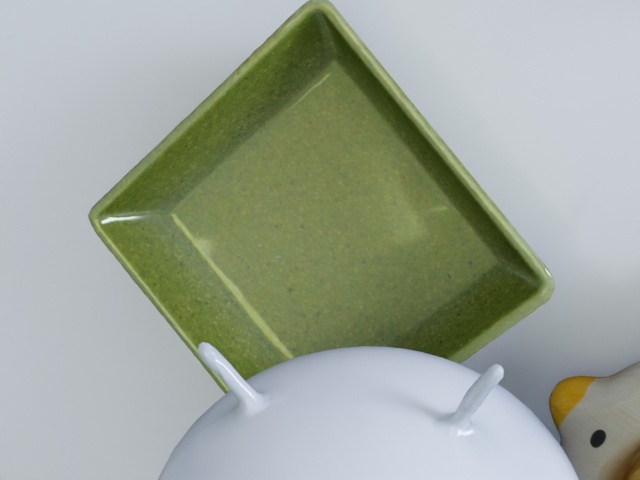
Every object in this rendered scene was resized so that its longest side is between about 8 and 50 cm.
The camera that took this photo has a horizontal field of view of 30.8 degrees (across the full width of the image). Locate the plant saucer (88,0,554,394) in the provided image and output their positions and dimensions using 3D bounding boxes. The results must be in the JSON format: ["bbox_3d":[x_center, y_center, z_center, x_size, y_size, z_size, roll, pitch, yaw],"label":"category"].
[{"bbox_3d":[0.000,0.000,0.620,0.188,0.045,0.188,-40,88,25],"label":"plant saucer"}]

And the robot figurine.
[{"bbox_3d":[0.027,0.198,0.551,0.299,0.200,0.354,-4,120,4],"label":"robot figurine"}]

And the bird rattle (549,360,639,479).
[{"bbox_3d":[0.219,0.131,0.557,0.206,0.143,0.254,-9,114,34],"label":"bird rattle"}]
